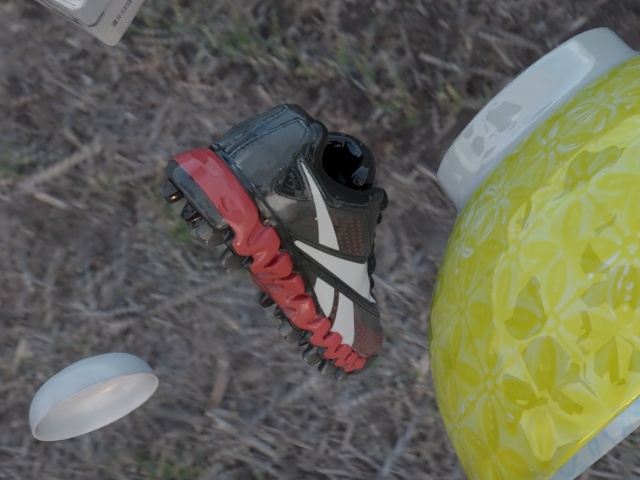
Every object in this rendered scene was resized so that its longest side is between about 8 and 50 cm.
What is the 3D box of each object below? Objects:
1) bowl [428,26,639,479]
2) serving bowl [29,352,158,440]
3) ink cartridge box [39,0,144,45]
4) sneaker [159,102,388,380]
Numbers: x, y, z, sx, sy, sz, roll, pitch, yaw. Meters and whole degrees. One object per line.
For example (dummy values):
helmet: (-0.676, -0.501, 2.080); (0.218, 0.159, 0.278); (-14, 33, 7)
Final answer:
bowl: (0.148, -0.009, 0.817); (0.289, 0.289, 0.156); (-43, 76, 8)
serving bowl: (-0.143, 0.092, 1.028); (0.083, 0.083, 0.027); (-32, 69, 13)
ink cartridge box: (-0.189, -0.277, 1.451); (0.100, 0.237, 0.172); (31, 89, 0)
sneaker: (0.000, 0.000, 1.209); (0.135, 0.276, 0.097); (-41, 49, -4)
